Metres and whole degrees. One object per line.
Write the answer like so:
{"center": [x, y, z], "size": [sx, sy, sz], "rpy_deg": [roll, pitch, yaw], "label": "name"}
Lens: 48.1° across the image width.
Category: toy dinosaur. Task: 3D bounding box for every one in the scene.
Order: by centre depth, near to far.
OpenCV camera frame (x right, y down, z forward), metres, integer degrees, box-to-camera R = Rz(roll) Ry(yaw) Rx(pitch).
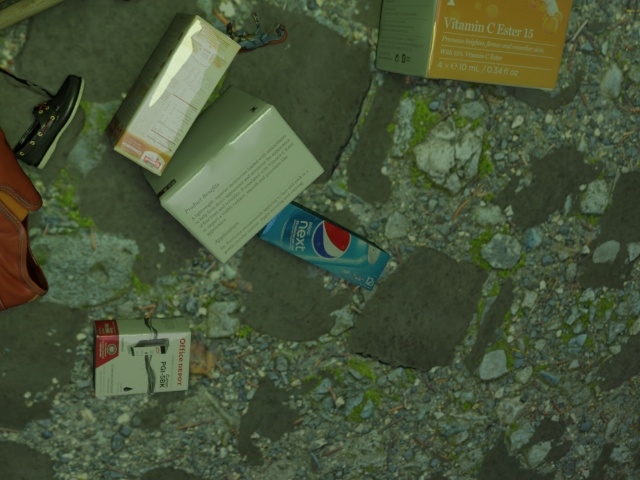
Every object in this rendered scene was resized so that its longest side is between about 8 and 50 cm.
{"center": [-0.089, -0.279, 0.990], "size": [0.082, 0.047, 0.090], "rpy_deg": [6, 138, -32], "label": "toy dinosaur"}

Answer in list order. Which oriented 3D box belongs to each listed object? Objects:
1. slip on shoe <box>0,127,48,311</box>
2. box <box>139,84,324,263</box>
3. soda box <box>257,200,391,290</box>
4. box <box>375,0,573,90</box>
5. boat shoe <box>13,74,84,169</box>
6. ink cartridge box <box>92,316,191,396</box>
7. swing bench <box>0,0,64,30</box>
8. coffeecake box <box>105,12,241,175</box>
{"center": [-0.397, -0.064, 0.883], "size": [0.101, 0.123, 0.332], "rpy_deg": [-6, 115, -17], "label": "slip on shoe"}
{"center": [-0.122, -0.094, 0.948], "size": [0.181, 0.182, 0.119], "rpy_deg": [-42, 119, -3], "label": "box"}
{"center": [0.000, 0.000, 1.089], "size": [0.210, 0.071, 0.067], "rpy_deg": [26, 97, -27], "label": "soda box"}
{"center": [0.223, -0.396, 0.990], "size": [0.214, 0.168, 0.346], "rpy_deg": [-1, 107, -21], "label": "box"}
{"center": [-0.344, -0.155, 0.912], "size": [0.042, 0.049, 0.133], "rpy_deg": [28, 100, -35], "label": "boat shoe"}
{"center": [-0.261, 0.169, 1.051], "size": [0.135, 0.056, 0.099], "rpy_deg": [-1, 107, -21], "label": "ink cartridge box"}
{"center": [-0.404, -0.344, 0.760], "size": [0.254, 0.165, 0.253], "rpy_deg": [-31, 116, -9], "label": "swing bench"}
{"center": [-0.192, -0.189, 0.908], "size": [0.068, 0.142, 0.186], "rpy_deg": [31, 95, -27], "label": "coffeecake box"}
